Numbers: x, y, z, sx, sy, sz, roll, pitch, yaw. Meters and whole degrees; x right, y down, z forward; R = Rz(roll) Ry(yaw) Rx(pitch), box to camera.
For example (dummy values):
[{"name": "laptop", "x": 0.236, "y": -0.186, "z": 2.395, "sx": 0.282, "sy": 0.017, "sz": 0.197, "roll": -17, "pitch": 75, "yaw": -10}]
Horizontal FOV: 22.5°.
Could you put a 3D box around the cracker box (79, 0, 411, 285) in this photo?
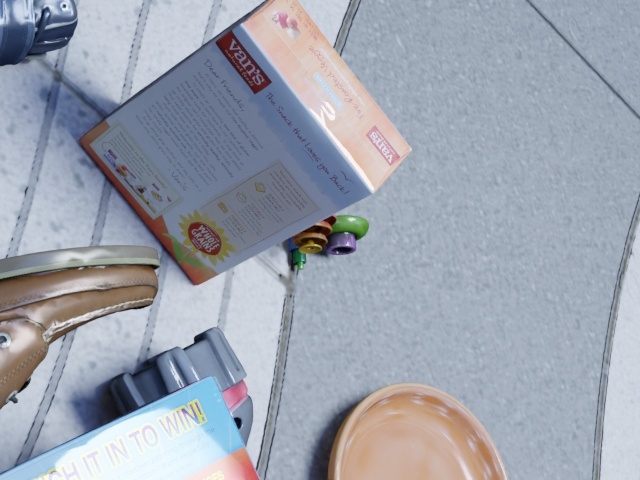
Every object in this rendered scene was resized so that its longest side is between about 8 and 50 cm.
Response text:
[{"name": "cracker box", "x": -0.062, "y": -0.073, "z": 1.233, "sx": 0.156, "sy": 0.232, "sz": 0.067, "roll": 52, "pitch": 48, "yaw": -10}]

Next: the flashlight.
[{"name": "flashlight", "x": -0.050, "y": 0.219, "z": 1.211, "sx": 0.103, "sy": 0.103, "sz": 0.304, "roll": -29, "pitch": 90, "yaw": -46}]

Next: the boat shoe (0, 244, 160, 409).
[{"name": "boat shoe", "x": -0.246, "y": 0.072, "z": 1.116, "sx": 0.307, "sy": 0.111, "sz": 0.104, "roll": -11, "pitch": 82, "yaw": -32}]

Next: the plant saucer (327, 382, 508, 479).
[{"name": "plant saucer", "x": 0.081, "y": 0.221, "z": 1.361, "sx": 0.200, "sy": 0.037, "sz": 0.200, "roll": 17, "pitch": 61, "yaw": -34}]

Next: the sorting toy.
[{"name": "sorting toy", "x": 0.000, "y": 0.000, "z": 1.372, "sx": 0.102, "sy": 0.061, "sz": 0.042, "roll": 23, "pitch": 58, "yaw": -53}]

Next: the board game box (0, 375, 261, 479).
[{"name": "board game box", "x": -0.136, "y": 0.282, "z": 1.015, "sx": 0.308, "sy": 0.086, "sz": 0.302, "roll": -22, "pitch": 87, "yaw": -44}]

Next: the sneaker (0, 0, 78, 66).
[{"name": "sneaker", "x": -0.253, "y": -0.124, "z": 1.196, "sx": 0.163, "sy": 0.086, "sz": 0.226, "roll": 0, "pitch": 71, "yaw": -37}]
